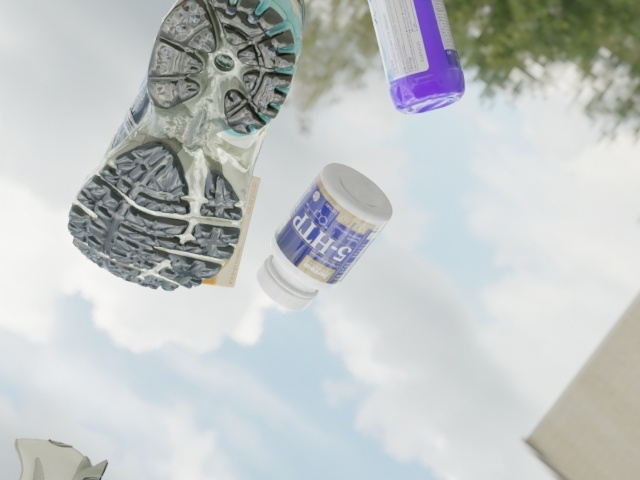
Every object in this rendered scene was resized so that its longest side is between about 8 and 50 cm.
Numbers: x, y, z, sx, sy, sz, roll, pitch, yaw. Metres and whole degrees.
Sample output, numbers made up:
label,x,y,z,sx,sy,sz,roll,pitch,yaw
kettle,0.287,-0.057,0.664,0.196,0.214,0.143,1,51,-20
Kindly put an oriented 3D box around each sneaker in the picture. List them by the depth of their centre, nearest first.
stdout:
label,x,y,z,sx,sy,sz,roll,pitch,yaw
sneaker,-0.075,-0.079,1.053,0.110,0.283,0.122,27,-138,-8
sneaker,-0.395,0.403,2.007,0.146,0.330,0.122,23,163,-5

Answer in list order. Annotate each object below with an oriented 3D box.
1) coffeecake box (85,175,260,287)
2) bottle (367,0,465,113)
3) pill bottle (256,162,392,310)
label,x,y,z,sx,sy,sz,roll,pitch,yaw
coffeecake box,-0.174,-0.027,1.918,0.185,0.142,0.068,10,-174,-45
bottle,0.099,-0.296,1.916,0.118,0.092,0.282,13,-117,-84
pill bottle,0.000,0.000,2.123,0.112,0.186,0.112,30,-155,-16
